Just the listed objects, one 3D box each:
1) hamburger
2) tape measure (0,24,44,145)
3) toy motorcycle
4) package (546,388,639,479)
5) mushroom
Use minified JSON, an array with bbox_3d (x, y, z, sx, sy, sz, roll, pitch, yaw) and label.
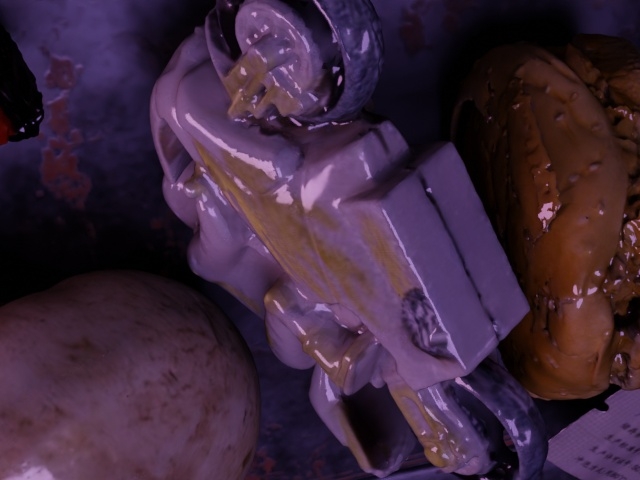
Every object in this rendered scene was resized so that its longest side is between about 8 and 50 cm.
[{"bbox_3d":[0.145,-0.016,0.725,0.108,0.213,0.213,-11,128,-7],"label":"hamburger"},{"bbox_3d":[-0.295,-0.113,0.596,0.253,0.114,0.260,-21,131,4],"label":"tape measure"},{"bbox_3d":[0.000,0.000,0.703,0.108,0.223,0.340,-41,116,-32],"label":"toy motorcycle"},{"bbox_3d":[0.308,0.131,0.944,0.251,0.062,0.204,18,125,-43],"label":"package"},{"bbox_3d":[-0.135,0.099,0.765,0.189,0.195,0.253,-38,156,-11],"label":"mushroom"}]
